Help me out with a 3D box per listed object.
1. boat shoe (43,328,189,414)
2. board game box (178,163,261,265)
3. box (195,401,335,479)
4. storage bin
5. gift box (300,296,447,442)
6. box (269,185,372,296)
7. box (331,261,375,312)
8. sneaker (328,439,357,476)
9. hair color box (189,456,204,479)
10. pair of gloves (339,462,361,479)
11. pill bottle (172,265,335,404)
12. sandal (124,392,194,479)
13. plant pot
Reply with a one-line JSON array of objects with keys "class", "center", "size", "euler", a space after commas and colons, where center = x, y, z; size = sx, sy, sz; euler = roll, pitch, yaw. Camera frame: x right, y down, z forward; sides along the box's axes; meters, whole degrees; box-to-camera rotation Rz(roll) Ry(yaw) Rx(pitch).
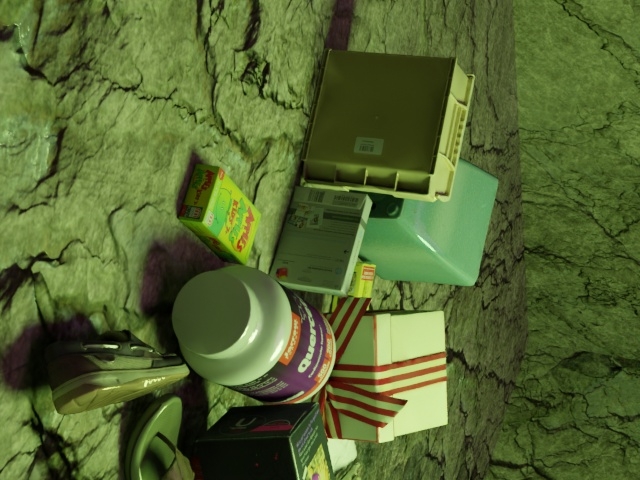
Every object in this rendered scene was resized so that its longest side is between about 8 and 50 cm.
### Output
[{"class": "boat shoe", "center": [-0.262, 0.161, 1.443], "size": [0.092, 0.102, 0.285], "euler": [67, 19, 9]}, {"class": "board game box", "center": [-0.152, -0.037, 1.713], "size": [0.181, 0.043, 0.092], "euler": [51, 51, -62]}, {"class": "box", "center": [-0.072, 0.407, 1.745], "size": [0.143, 0.165, 0.270], "euler": [-36, 116, -66]}, {"class": "storage bin", "center": [0.121, -0.209, 2.040], "size": [0.123, 0.262, 0.260], "euler": [30, 70, -66]}, {"class": "gift box", "center": [0.085, 0.229, 2.021], "size": [0.258, 0.276, 0.255], "euler": [-1, 84, -49]}, {"class": "box", "center": [0.000, 0.000, 1.973], "size": [0.038, 0.145, 0.186], "euler": [51, 50, -59]}, {"class": "box", "center": [0.059, 0.159, 2.303], "size": [0.087, 0.058, 0.232], "euler": [13, 86, -68]}, {"class": "sneaker", "center": [-0.018, 0.391, 2.162], "size": [0.292, 0.108, 0.169], "euler": [-34, 120, -64]}, {"class": "hair color box", "center": [-0.202, 0.440, 1.759], "size": [0.093, 0.053, 0.167], "euler": [73, 31, -47]}, {"class": "pair of gloves", "center": [-0.011, 0.545, 2.172], "size": [0.240, 0.042, 0.204], "euler": [-52, 168, 14]}, {"class": "pill bottle", "center": [-0.104, 0.147, 1.718], "size": [0.323, 0.181, 0.182], "euler": [41, 60, -65]}, {"class": "sandal", "center": [-0.226, 0.368, 1.623], "size": [0.120, 0.086, 0.303], "euler": [-18, 115, -66]}, {"class": "plant pot", "center": [0.182, -0.066, 2.301], "size": [0.252, 0.247, 0.247], "euler": [30, 69, -48]}]
